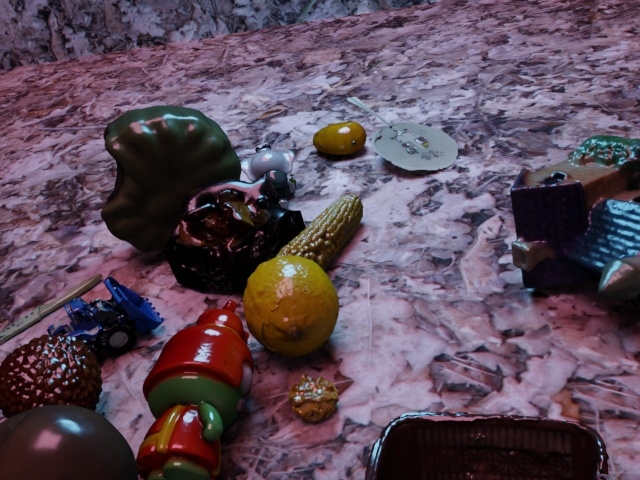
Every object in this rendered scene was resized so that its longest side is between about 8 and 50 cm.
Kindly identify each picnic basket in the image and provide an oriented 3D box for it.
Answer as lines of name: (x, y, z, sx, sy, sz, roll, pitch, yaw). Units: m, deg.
picnic basket: (0.209, 0.334, 0.855, 0.297, 0.129, 0.222, -2, 33, 17)

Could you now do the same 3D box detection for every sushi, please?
sushi: (-0.191, -0.026, 1.479, 0.227, 0.212, 0.215, 7, 36, 34)

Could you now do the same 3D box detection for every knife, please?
knife: (-0.620, 0.155, 1.537, 0.043, 0.019, 0.293, 23, 48, 40)

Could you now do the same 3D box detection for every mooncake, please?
mooncake: (-0.351, -0.140, 1.601, 0.352, 0.351, 0.187, -22, 29, -13)

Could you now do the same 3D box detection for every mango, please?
mango: (0.048, -0.284, 1.900, 0.165, 0.089, 0.115, -1, 28, 22)

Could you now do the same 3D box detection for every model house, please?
model house: (0.488, -0.023, 1.193, 0.280, 0.245, 0.312, -20, 23, -17)

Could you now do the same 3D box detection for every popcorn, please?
popcorn: (-0.010, 0.256, 1.122, 0.082, 0.057, 0.083, 9, 36, 29)

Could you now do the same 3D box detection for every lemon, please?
lemon: (-0.056, 0.118, 1.243, 0.181, 0.180, 0.193, -34, 34, -29)

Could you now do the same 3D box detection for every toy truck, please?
toy truck: (-0.434, 0.158, 1.365, 0.208, 0.126, 0.113, -27, 35, -22)

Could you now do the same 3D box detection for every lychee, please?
lychee: (-0.465, 0.262, 1.185, 0.188, 0.188, 0.188, -10, 33, 6)

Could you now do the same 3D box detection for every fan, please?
fan: (0.205, -0.297, 1.852, 0.233, 0.012, 0.414, -17, 44, -27)

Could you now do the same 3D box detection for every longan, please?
longan: (-0.372, 0.336, 0.953, 0.249, 0.248, 0.248, -10, 33, 6)

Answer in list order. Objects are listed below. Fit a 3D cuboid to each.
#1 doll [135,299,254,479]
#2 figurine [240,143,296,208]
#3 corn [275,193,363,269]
doll: (-0.198, 0.231, 1.122, 0.182, 0.160, 0.363, -46, 17, 37)
figurine: (-0.128, -0.164, 1.740, 0.147, 0.126, 0.192, -8, 63, -12)
corn: (0.000, 0.000, 1.480, 0.097, 0.096, 0.320, 9, 37, 31)
